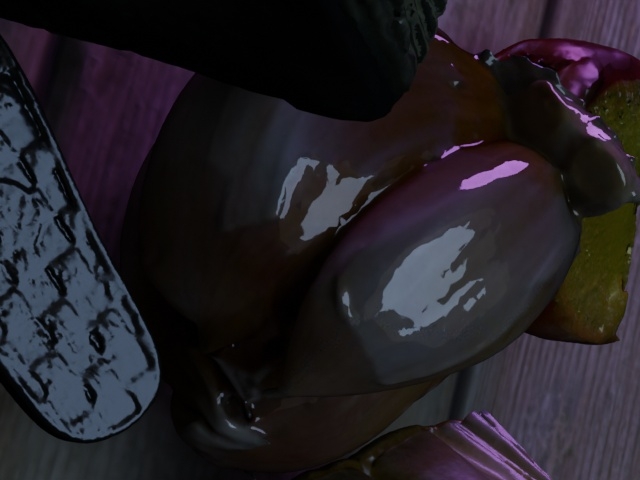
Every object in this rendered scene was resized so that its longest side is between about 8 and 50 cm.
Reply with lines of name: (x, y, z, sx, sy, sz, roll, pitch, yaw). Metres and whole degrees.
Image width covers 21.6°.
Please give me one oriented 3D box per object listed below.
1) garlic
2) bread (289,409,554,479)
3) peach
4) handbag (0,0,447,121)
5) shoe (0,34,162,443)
garlic: (0.000, 0.000, 0.685, 0.191, 0.214, 0.160, -28, 85, -21)
bread: (0.016, 0.188, 0.740, 0.192, 0.110, 0.210, -16, 132, -47)
peach: (0.112, -0.024, 0.864, 0.127, 0.092, 0.172, -42, 138, -32)
handbag: (-0.059, -0.219, 0.495, 0.240, 0.247, 0.341, -65, 151, -17)
shoe: (-0.123, -0.007, 0.611, 0.071, 0.049, 0.179, -34, 103, -23)
